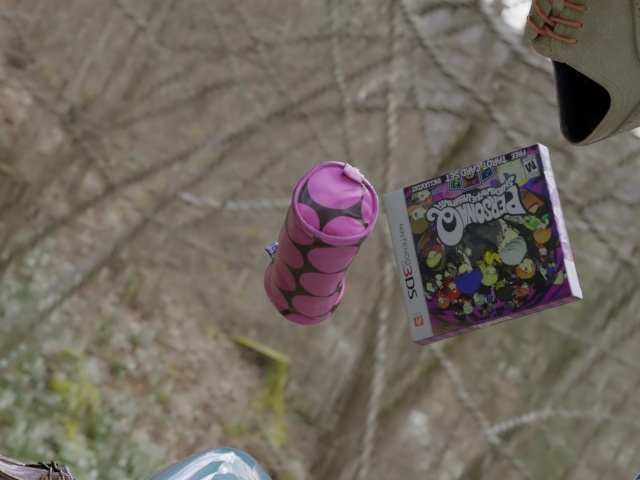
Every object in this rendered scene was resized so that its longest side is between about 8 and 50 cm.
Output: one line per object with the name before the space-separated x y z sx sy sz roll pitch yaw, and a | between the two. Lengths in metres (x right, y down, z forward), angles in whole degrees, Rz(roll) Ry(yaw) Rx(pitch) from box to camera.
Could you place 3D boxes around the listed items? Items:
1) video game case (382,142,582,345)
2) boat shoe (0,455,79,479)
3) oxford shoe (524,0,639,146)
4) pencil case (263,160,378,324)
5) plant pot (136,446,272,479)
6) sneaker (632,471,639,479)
video game case | 0.207 0.007 2.259 0.232 0.210 0.042 -17 -17 24
boat shoe | -0.293 0.260 1.846 0.178 0.060 0.064 33 9 -35
oxford shoe | 0.253 -0.225 1.536 0.140 0.146 0.397 45 -14 40
pencil case | 0.000 0.000 1.664 0.095 0.098 0.209 39 -24 6
plant pot | -0.105 0.271 1.110 0.247 0.248 0.252 61 25 -4
sneaker | 0.279 0.281 1.574 0.112 0.296 0.131 61 -30 17
